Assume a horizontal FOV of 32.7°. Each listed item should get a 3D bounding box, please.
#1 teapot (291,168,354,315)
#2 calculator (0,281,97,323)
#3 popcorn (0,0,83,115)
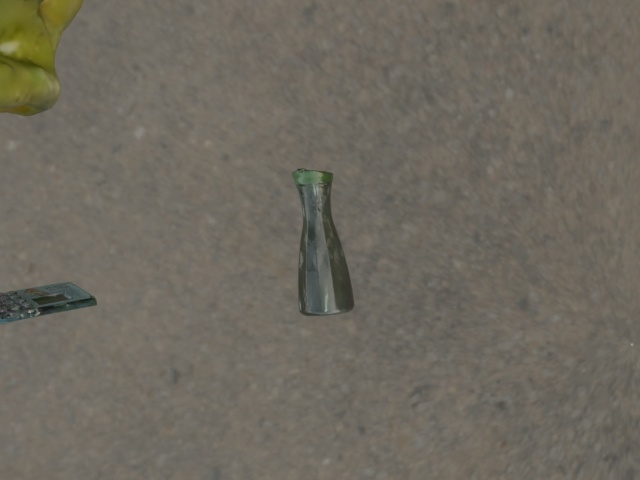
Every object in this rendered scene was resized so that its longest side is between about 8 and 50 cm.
[{"bbox_3d":[0.000,0.000,0.819,0.042,0.043,0.111,-4,95,16],"label":"teapot"},{"bbox_3d":[-0.302,0.063,1.052,0.057,0.172,0.018,27,114,38],"label":"calculator"},{"bbox_3d":[-0.288,-0.186,0.641,0.312,0.312,0.312,-2,84,16],"label":"popcorn"}]
